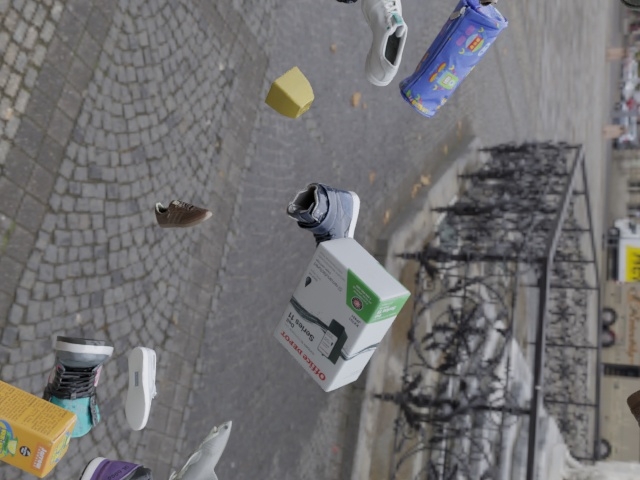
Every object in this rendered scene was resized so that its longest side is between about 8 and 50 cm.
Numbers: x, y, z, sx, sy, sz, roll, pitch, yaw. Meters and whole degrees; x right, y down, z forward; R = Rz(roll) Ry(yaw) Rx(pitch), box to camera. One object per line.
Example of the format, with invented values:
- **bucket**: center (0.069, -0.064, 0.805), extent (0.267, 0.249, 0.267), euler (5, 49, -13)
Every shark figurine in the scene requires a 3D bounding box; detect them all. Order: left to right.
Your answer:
- **shark figurine**: center (-0.294, 0.574, 1.781), extent (0.278, 0.116, 0.166), euler (-52, 178, 23)

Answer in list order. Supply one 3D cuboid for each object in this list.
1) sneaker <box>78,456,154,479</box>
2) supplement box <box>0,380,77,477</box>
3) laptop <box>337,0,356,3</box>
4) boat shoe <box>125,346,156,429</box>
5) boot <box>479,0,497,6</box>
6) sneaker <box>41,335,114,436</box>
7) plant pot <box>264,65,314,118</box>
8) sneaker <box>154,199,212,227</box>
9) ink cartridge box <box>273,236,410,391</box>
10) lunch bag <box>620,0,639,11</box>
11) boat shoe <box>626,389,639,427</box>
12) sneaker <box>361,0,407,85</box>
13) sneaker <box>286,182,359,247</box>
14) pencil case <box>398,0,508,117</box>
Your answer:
- **sneaker**: center (-0.358, 0.482, 1.202), extent (0.107, 0.124, 0.283), euler (76, 21, -44)
- **supplement box**: center (-0.494, 0.263, 1.121), extent (0.080, 0.233, 0.078), euler (-68, -179, -68)
- **laptop**: center (-0.026, -0.499, 1.268), extent (0.234, 0.264, 0.136), euler (2, 117, -44)
- **boat shoe**: center (-0.402, 0.335, 1.696), extent (0.063, 0.066, 0.184), euler (17, 63, -56)
- **boot**: center (0.272, -0.416, 1.168), extent (0.118, 0.042, 0.087), euler (-50, 145, -83)
- **sneaker**: center (-0.471, 0.281, 1.418), extent (0.295, 0.123, 0.178), euler (143, -47, -65)
- **plant pot**: center (-0.064, -0.329, 1.704), extent (0.081, 0.083, 0.081), euler (-41, 174, -30)
- **sneaker**: center (-0.391, -0.078, 2.083), extent (0.066, 0.188, 0.071), euler (-49, 126, -52)
- **ink cartridge box**: center (0.029, 0.123, 1.239), extent (0.087, 0.153, 0.208), euler (-10, 135, -49)
- **lunch bag**: center (0.569, -0.423, 0.992), extent (0.256, 0.305, 0.213), euler (145, -72, -70)
- **boat shoe**: center (0.375, 0.132, 0.708), extent (0.066, 0.183, 0.066), euler (-127, -153, -45)
- **sneaker**: center (0.125, -0.393, 1.348), extent (0.094, 0.080, 0.212), euler (159, -70, -71)
- **sneaker**: center (-0.001, -0.001, 1.450), extent (0.163, 0.086, 0.226), euler (15, 77, -54)
- **pencil case**: center (0.309, -0.441, 1.785), extent (0.133, 0.306, 0.119), euler (11, 40, -39)
